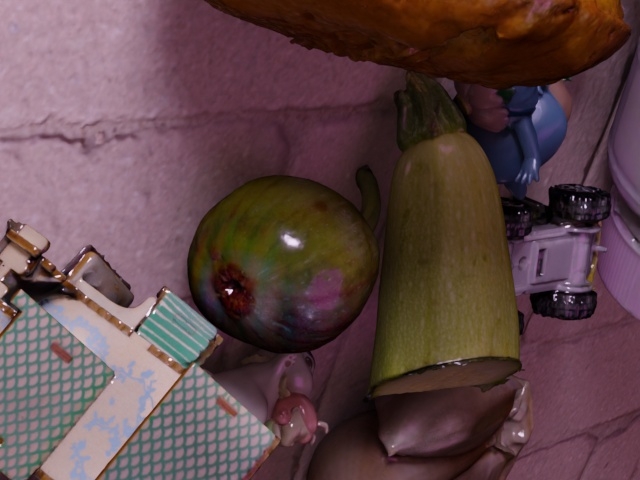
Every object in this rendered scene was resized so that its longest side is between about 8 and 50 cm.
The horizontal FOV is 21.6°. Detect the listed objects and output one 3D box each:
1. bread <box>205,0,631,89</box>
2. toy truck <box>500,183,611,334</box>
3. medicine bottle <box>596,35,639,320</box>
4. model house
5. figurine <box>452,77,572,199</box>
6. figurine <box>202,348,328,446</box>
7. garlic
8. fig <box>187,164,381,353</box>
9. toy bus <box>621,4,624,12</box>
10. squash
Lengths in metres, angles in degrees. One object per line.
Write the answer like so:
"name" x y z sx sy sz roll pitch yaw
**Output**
"bread" 0.058 -0.195 1.081 0.312 0.312 0.172 5 98 -55
"toy truck" 0.175 0.017 1.585 0.285 0.111 0.136 -8 108 -46
"medicine bottle" 0.416 -0.078 1.688 0.256 0.256 0.325 -32 146 -34
"model house" -0.134 0.127 1.175 0.178 0.206 0.271 -47 147 -13
"figurine" 0.167 -0.130 1.431 0.144 0.114 0.178 -54 157 -21
"figurine" -0.040 0.134 1.431 0.146 0.081 0.098 -24 100 -42
"garlic" 0.079 0.238 1.640 0.325 0.132 0.279 -18 132 -49
"fig" 0.000 0.000 1.328 0.245 0.149 0.149 -32 143 -53
"toy bus" 0.195 -0.209 1.443 0.172 0.072 0.057 5 118 -55
"squash" 0.112 0.001 1.390 0.137 0.137 0.288 -10 107 -50
